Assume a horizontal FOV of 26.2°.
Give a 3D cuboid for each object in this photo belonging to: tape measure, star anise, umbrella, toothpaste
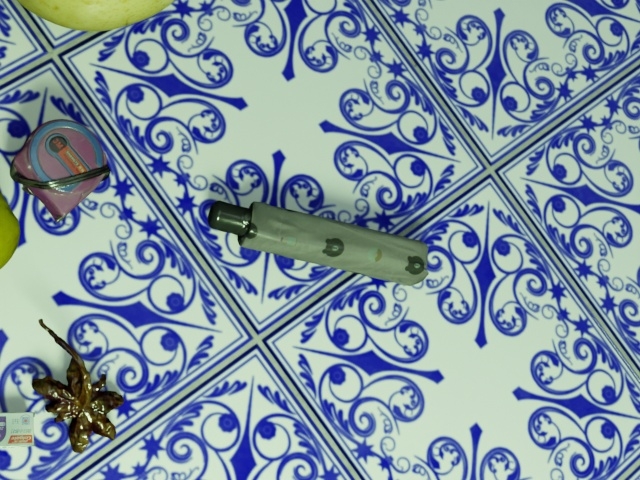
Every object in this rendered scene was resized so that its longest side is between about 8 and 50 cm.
[{"bbox_3d":[-0.356,-0.101,1.874,0.125,0.074,0.118,-42,97,-24],"label":"tape measure"},{"bbox_3d":[-0.322,0.185,1.788,0.097,0.070,0.191,-36,101,-18],"label":"star anise"},{"bbox_3d":[0.000,0.000,1.994,0.337,0.067,0.073,13,48,-19],"label":"umbrella"},{"bbox_3d":[-0.460,0.241,1.732,0.196,0.040,0.047,1,76,-23],"label":"toothpaste"}]

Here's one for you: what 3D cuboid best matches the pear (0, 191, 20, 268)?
[{"bbox_3d":[-0.470,-0.011,1.753,0.162,0.149,0.149,-21,82,-23],"label":"pear"}]

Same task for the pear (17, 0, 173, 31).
[{"bbox_3d":[-0.314,-0.433,1.888,0.309,0.309,0.309,7,70,-21],"label":"pear"}]
